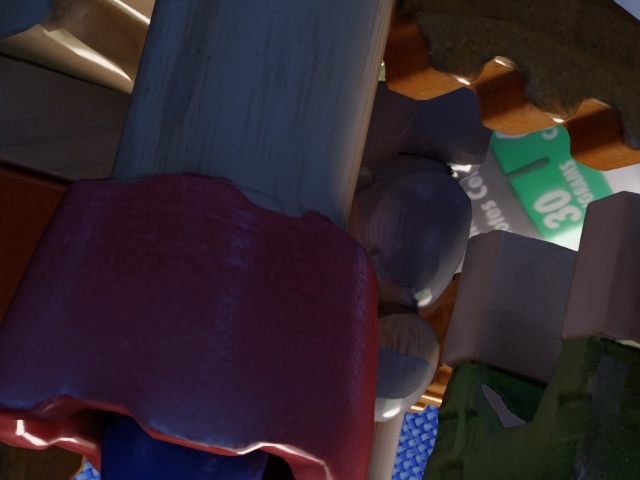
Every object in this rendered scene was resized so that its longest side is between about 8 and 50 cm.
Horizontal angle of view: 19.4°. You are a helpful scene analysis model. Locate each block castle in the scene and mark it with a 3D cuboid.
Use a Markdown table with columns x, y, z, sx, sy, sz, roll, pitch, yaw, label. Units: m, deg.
| x | y | z | sx | sy | sz | roll | pitch | yaw | label |
| --- | --- | --- | --- | --- | --- | --- | --- | --- | --- |
| -0.015 | 0.062 | 0.605 | 0.303 | 0.213 | 0.453 | 20 | 163 | -22 | block castle |

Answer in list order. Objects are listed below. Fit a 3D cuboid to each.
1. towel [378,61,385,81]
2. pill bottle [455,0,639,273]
| x | y | z | sx | sy | sz | roll | pitch | yaw | label |
| --- | --- | --- | --- | --- | --- | --- | --- | --- | --- |
| 0.008 | -0.101 | 0.535 | 0.110 | 0.027 | 0.148 | -23 | 139 | 34 | towel |
| 0.005 | -0.025 | 0.962 | 0.361 | 0.204 | 0.204 | -24 | 177 | 23 | pill bottle |
